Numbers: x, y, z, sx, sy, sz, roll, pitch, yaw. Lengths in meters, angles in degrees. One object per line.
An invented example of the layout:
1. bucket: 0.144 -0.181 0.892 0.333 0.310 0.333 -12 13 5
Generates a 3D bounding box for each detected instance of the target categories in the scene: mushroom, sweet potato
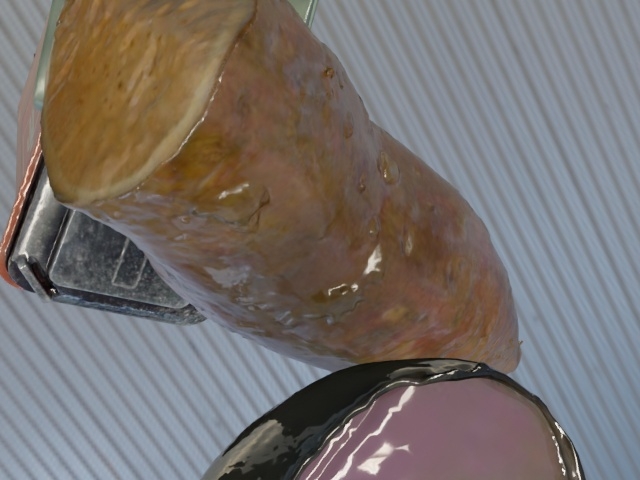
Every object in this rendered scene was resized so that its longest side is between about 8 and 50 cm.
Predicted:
1. mushroom: 0.006 0.124 0.541 0.141 0.117 0.188 41 77 -36
2. sweet potato: 0.001 0.002 0.707 0.131 0.131 0.336 -35 139 10

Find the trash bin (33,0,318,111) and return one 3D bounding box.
1. trash bin: -0.075 -0.106 0.802 0.130 0.059 0.116 17 108 1

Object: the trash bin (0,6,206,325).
1. trash bin: -0.129 -0.063 1.090 0.184 0.239 0.161 13 119 -22
